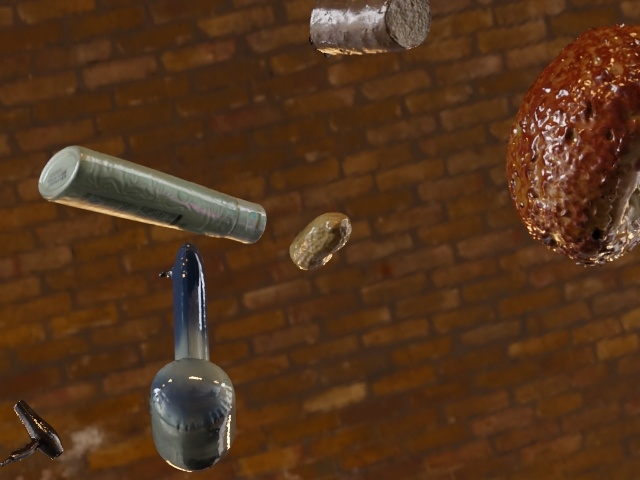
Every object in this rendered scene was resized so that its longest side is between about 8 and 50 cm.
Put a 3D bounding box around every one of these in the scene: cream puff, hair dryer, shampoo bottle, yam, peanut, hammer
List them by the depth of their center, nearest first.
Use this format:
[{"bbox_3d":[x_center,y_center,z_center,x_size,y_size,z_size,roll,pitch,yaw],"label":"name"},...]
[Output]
[{"bbox_3d":[-0.128,-0.033,1.067,0.191,0.041,0.069,15,-29,-37],"label":"shampoo bottle"},{"bbox_3d":[-0.109,0.088,1.097,0.070,0.194,0.116,-3,-31,-5],"label":"hammer"},{"bbox_3d":[0.267,-0.096,1.229,0.240,0.164,0.240,-33,-35,-26],"label":"cream puff"},{"bbox_3d":[0.054,-0.252,1.509,0.084,0.127,0.084,-6,-81,-45],"label":"yam"},{"bbox_3d":[-0.344,0.229,1.519,0.031,0.079,0.083,-49,-11,36],"label":"hair dryer"},{"bbox_3d":[0.000,0.000,1.557,0.054,0.054,0.113,10,-27,-24],"label":"peanut"}]
